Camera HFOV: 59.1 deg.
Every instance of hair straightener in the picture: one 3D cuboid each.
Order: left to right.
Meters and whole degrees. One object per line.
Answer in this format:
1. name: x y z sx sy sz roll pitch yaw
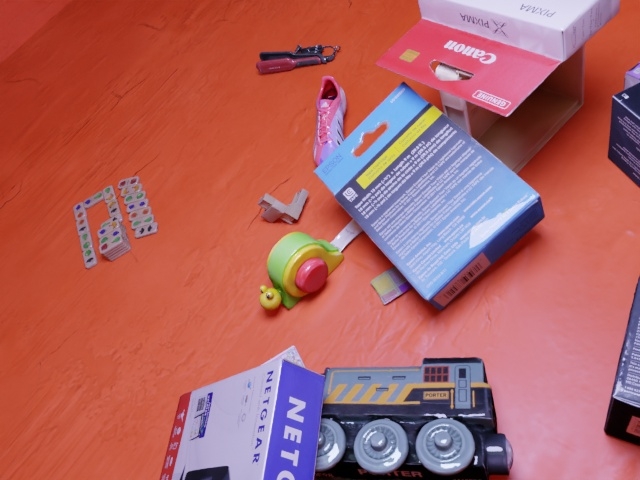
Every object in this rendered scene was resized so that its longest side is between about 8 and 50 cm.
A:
1. hair straightener: -0.056 -0.496 1.489 0.230 0.047 0.089 -5 55 19

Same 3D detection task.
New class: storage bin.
1. storage bin: 0.351 -0.283 1.030 0.260 0.262 0.123 -45 51 -12

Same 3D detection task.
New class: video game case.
1. video game case: -0.059 0.253 0.979 0.087 0.011 0.122 -31 51 -1

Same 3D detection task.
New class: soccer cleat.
1. soccer cleat: 0.018 -0.257 1.257 0.083 0.095 0.248 -7 54 18

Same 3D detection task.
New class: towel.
1. towel: 0.137 0.075 1.026 0.083 0.009 0.060 -32 50 -2

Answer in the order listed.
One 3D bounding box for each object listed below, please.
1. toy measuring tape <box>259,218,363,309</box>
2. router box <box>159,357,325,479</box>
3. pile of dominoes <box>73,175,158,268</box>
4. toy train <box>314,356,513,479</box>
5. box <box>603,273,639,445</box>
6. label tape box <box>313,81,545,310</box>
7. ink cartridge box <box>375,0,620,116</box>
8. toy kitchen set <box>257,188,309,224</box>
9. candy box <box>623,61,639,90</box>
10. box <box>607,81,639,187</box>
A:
1. toy measuring tape: 0.000 0.000 1.070 0.330 0.121 0.121 -46 52 -13
2. router box: -0.135 0.364 0.795 0.301 0.082 0.336 -30 41 43
3. pile of dominoes: -0.511 -0.061 1.373 0.196 0.040 0.251 -32 51 -1
4. toy train: 0.106 0.270 0.829 0.333 0.142 0.190 -7 42 20
5. box: 0.456 0.156 0.744 0.108 0.153 0.207 13 63 29
6. label tape box: 0.181 -0.083 0.994 0.240 0.106 0.334 -44 59 8
7. ink cartridge box: 0.264 -0.347 0.902 0.261 0.066 0.296 -43 49 -11
8. toy kitchen set: -0.085 -0.082 1.197 0.068 0.083 0.075 -32 32 57
9. candy box: 0.692 -0.304 1.027 0.196 0.070 0.165 -38 51 -5
10. box: 0.561 -0.160 0.921 0.093 0.158 0.156 -27 51 3
